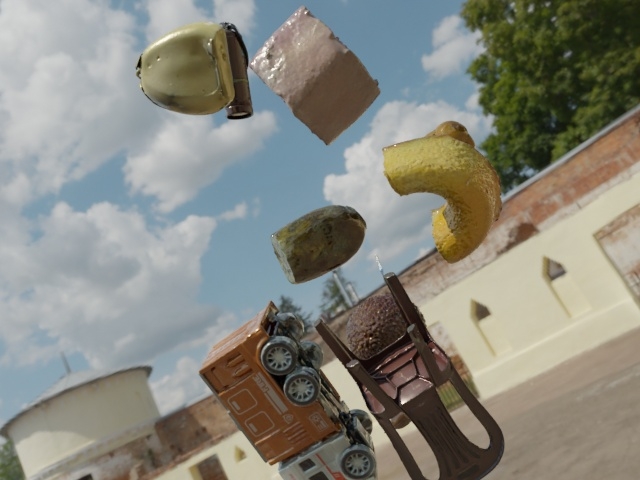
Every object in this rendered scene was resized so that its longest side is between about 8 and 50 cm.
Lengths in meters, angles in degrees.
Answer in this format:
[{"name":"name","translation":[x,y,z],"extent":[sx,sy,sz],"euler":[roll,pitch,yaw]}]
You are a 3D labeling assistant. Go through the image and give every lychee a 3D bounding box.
[{"name":"lychee","translation":[0.151,0.211,1.419],"extent":[0.194,0.194,0.194],"euler":[-26,-15,-8]}]

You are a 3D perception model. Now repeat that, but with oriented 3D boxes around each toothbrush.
[{"name":"toothbrush","translation":[0.235,0.109,2.456],"extent":[0.014,0.162,0.017],"euler":[-28,-48,11]}]

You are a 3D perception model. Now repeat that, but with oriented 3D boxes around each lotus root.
[{"name":"lotus root","translation":[0.000,0.000,2.321],"extent":[0.346,0.250,0.250],"euler":[-30,-14,-10]}]

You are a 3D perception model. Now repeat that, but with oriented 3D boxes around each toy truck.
[{"name":"toy truck","translation":[-0.057,0.332,1.238],"extent":[0.207,0.387,0.173],"euler":[-34,8,9]}]

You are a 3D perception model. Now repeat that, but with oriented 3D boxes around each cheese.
[{"name":"cheese","translation":[-0.405,-0.491,1.850],"extent":[0.316,0.259,0.128],"euler":[-6,4,19]}]

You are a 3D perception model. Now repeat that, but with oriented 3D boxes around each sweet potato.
[{"name":"sweet potato","translation":[0.214,0.503,1.746],"extent":[0.117,0.049,0.049],"euler":[-49,-23,28]}]

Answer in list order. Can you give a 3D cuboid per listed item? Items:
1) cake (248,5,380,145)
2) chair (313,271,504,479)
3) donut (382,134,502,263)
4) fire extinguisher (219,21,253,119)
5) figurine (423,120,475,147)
[{"name":"cake","translation":[-0.011,-0.436,1.699],"extent":[0.230,0.237,0.309],"euler":[-47,-25,9]},{"name":"chair","translation":[0.156,0.249,1.066],"extent":[0.176,0.326,0.183],"euler":[-32,23,1]},{"name":"donut","translation":[0.231,-0.084,1.101],"extent":[0.152,0.259,0.101],"euler":[-29,21,32]},{"name":"fire extinguisher","translation":[-0.297,-0.579,2.112],"extent":[0.105,0.341,0.141],"euler":[-7,-3,-31]},{"name":"figurine","translation":[0.495,-0.362,2.468],"extent":[0.215,0.215,0.228],"euler":[-31,-3,9]}]
